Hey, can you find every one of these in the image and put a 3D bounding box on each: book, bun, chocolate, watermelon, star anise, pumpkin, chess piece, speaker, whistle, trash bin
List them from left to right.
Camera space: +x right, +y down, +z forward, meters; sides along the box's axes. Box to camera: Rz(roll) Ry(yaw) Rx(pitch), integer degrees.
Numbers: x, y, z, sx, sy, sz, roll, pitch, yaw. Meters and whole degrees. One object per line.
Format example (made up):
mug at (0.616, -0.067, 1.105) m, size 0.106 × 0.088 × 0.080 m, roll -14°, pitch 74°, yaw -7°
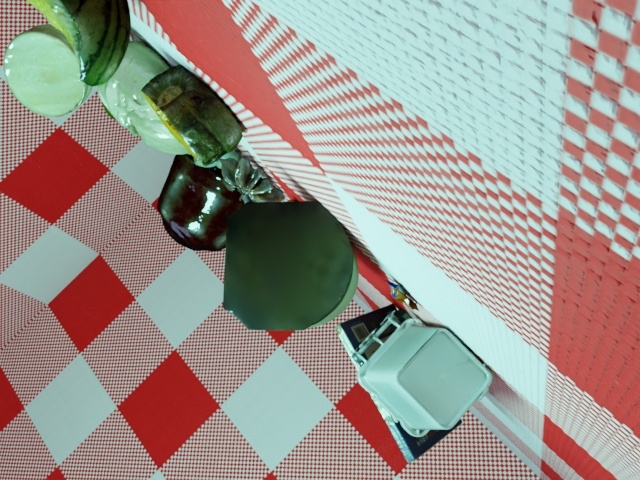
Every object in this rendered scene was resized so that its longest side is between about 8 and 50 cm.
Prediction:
chess piece at (-0.734, -0.542, 1.877) m, size 0.234 × 0.234 × 0.442 m, roll 47°, pitch -160°, yaw -22°
watermelon at (-0.483, -0.481, 1.237) m, size 0.331 × 0.189 × 0.331 m, roll 57°, pitch -173°, yaw -10°
bun at (-0.491, -0.398, 1.845) m, size 0.361 × 0.213 × 0.361 m, roll 46°, pitch 174°, yaw 6°
pumpkin at (-0.313, -0.301, 1.586) m, size 0.317 × 0.139 × 0.222 m, roll 39°, pitch 170°, yaw 44°
chocolate at (-0.415, -0.138, 2.283) m, size 0.383 × 0.331 × 0.384 m, roll 35°, pitch -167°, yaw -10°
whistle at (-0.358, -0.287, 2.045) m, size 0.253 × 0.106 × 0.101 m, roll 9°, pitch -174°, yaw -24°
star anise at (-0.220, -0.179, 2.000) m, size 0.236 × 0.093 × 0.229 m, roll 27°, pitch 156°, yaw -6°
chocolate at (-0.064, 0.085, 1.639) m, size 0.297 × 0.325 × 0.315 m, roll 73°, pitch -165°, yaw -77°
book at (0.238, 0.406, 1.890) m, size 0.300 × 0.039 × 0.428 m, roll -10°, pitch -114°, yaw -51°
speaker at (0.301, 0.289, 1.965) m, size 0.191 × 0.040 × 0.046 m, roll 47°, pitch 173°, yaw -19°
trash bin at (0.253, 0.332, 1.616) m, size 0.296 × 0.256 × 0.368 m, roll 46°, pitch 170°, yaw 5°

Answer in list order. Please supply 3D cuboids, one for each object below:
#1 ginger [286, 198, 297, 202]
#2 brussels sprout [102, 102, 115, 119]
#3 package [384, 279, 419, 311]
ginger at (-0.040, -0.047, 1.904) m, size 0.214 × 0.059 × 0.133 m, roll 51°, pitch 177°, yaw -38°
brussels sprout at (-0.601, -0.482, 2.122) m, size 0.271 × 0.219 × 0.210 m, roll 16°, pitch -114°, yaw -53°
package at (0.196, 0.133, 1.562) m, size 0.110 × 0.033 × 0.077 m, roll 42°, pitch 168°, yaw -33°
